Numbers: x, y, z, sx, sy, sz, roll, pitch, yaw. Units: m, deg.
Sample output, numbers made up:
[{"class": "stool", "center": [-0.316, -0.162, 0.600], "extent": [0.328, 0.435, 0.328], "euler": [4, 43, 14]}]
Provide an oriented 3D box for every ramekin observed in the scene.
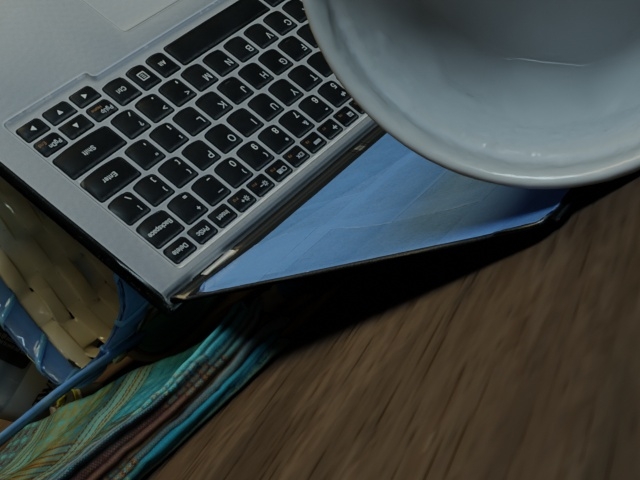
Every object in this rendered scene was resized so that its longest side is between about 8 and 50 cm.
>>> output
[{"class": "ramekin", "center": [0.103, -0.137, 0.602], "extent": [0.207, 0.207, 0.109], "euler": [-33, 10, 29]}]

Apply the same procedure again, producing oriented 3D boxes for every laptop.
[{"class": "laptop", "center": [0.010, -0.152, 0.831], "extent": [0.382, 0.408, 0.236], "euler": [-42, -14, -43]}]

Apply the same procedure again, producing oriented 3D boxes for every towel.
[{"class": "towel", "center": [-0.201, 0.165, 0.835], "extent": [0.271, 0.040, 0.370], "euler": [-41, 7, -39]}]

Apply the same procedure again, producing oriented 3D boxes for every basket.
[{"class": "basket", "center": [-0.216, -0.012, 0.919], "extent": [0.289, 0.255, 0.201], "euler": [-35, -10, -34]}]

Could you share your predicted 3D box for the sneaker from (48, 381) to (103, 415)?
[{"class": "sneaker", "center": [-0.196, 0.136, 1.086], "extent": [0.035, 0.031, 0.083], "euler": [-9, -15, -28]}]

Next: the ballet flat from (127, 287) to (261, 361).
[{"class": "ballet flat", "center": [-0.063, 0.008, 1.082], "extent": [0.248, 0.086, 0.086], "euler": [-38, 7, -7]}]

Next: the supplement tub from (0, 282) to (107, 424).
[{"class": "supplement tub", "center": [-0.226, -0.016, 1.161], "extent": [0.316, 0.194, 0.193], "euler": [-59, 6, 2]}]

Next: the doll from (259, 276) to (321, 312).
[{"class": "doll", "center": [0.000, 0.000, 0.908], "extent": [0.129, 0.046, 0.189], "euler": [-45, 13, -23]}]
